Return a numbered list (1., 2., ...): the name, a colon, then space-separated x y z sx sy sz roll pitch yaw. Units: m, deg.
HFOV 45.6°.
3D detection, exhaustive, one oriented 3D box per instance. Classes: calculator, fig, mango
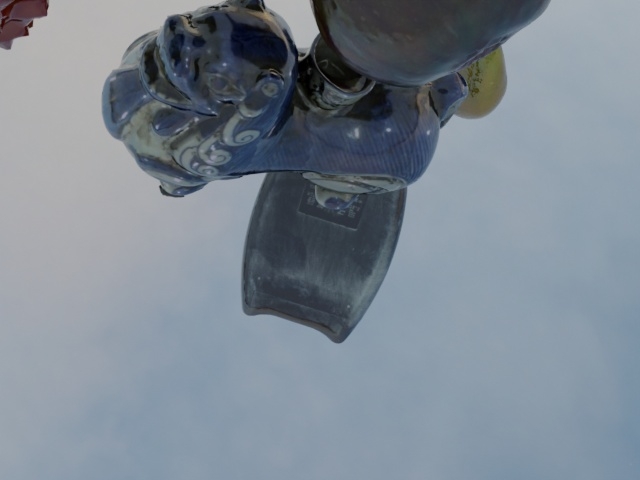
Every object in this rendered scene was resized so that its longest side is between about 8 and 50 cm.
1. calculator: 0.000 0.000 0.897 0.177 0.040 0.268 16 -65 -1
2. fig: 0.039 -0.213 0.425 0.149 0.149 0.245 -23 -87 15
3. mango: 0.162 -0.186 0.832 0.066 0.187 0.101 -30 -99 -5

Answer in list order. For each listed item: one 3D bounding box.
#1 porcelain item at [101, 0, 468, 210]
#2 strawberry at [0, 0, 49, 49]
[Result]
1. porcelain item: -0.017 -0.113 0.591 0.186 0.287 0.138 -29 -115 58
2. strawberry: -0.260 -0.161 0.344 0.292 0.343 0.292 29 -55 51
